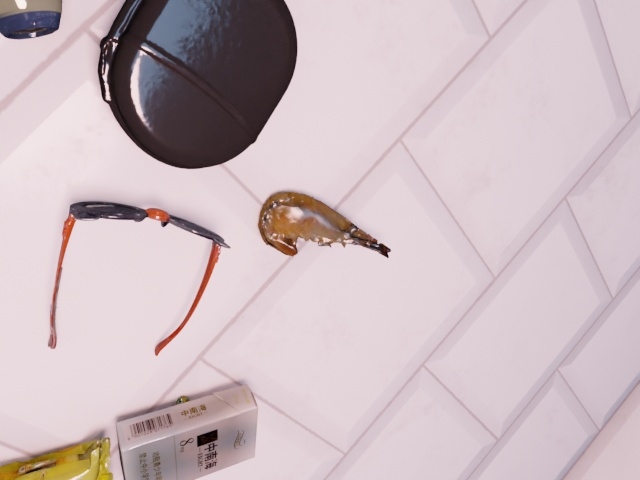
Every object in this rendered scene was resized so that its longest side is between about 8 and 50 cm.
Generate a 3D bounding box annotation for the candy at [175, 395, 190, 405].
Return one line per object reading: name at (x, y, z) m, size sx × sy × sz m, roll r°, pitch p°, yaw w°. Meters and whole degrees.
candy at (-0.281, 0.316, 0.929) m, size 0.083 × 0.023 × 0.025 m, roll -27°, pitch 128°, yaw -8°

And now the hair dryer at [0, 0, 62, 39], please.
hair dryer at (-0.334, -0.427, 0.585) m, size 0.298 × 0.119 × 0.295 m, roll -47°, pitch 122°, yaw -26°

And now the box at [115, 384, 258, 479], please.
box at (-0.240, 0.372, 0.927) m, size 0.243 × 0.067 × 0.155 m, roll -9°, pitch 126°, yaw -27°

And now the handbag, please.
handbag at (-0.166, -0.253, 0.723) m, size 0.254 × 0.093 × 0.307 m, roll 31°, pitch 92°, yaw -40°

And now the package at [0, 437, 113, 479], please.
package at (-0.450, 0.417, 0.825) m, size 0.227 × 0.090 × 0.168 m, roll -6°, pitch 114°, yaw -25°

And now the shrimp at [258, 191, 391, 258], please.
shrimp at (0.005, -0.007, 0.944) m, size 0.262 × 0.066 × 0.117 m, roll 28°, pitch 108°, yaw -20°

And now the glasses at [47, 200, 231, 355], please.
glasses at (-0.285, 0.075, 0.775) m, size 0.234 × 0.118 × 0.268 m, roll 12°, pitch 102°, yaw -34°
